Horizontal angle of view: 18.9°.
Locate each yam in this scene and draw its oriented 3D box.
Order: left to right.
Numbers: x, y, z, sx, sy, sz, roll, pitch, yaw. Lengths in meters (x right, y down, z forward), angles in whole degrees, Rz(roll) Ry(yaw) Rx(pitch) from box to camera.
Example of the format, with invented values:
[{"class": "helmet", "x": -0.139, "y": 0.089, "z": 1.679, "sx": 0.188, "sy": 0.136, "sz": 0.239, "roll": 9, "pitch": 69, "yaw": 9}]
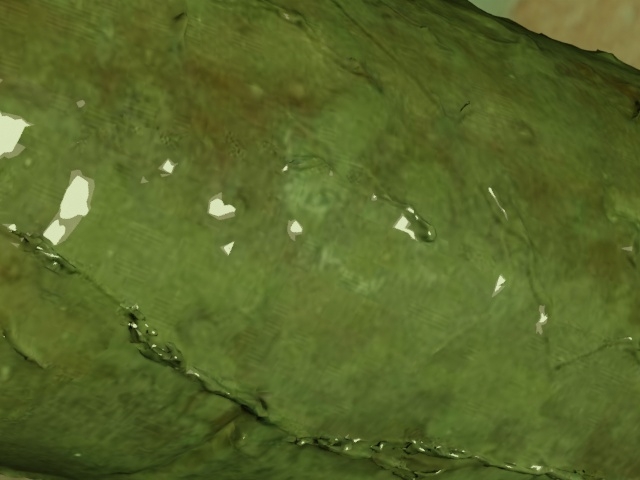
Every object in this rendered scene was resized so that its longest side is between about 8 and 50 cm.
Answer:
[{"class": "yam", "x": 0.000, "y": 0.000, "z": 0.535, "sx": 0.304, "sy": 0.168, "sz": 0.168, "roll": 16, "pitch": 88, "yaw": -31}]
